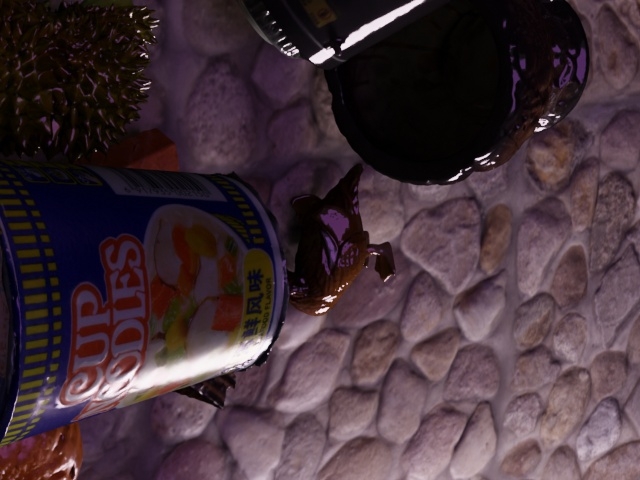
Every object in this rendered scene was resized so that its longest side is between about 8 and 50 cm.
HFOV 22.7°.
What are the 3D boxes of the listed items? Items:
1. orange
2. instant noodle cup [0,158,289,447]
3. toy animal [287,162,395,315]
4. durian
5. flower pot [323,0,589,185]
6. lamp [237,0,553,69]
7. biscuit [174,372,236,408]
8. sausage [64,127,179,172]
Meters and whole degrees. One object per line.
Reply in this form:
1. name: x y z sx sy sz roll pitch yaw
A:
1. orange: -0.324 0.200 1.535 0.193 0.161 0.193 -20 125 -31
2. instant noodle cup: -0.208 0.042 1.431 0.312 0.284 0.284 -6 108 -40
3. toy animal: 0.000 0.000 1.882 0.179 0.089 0.188 -3 107 -38
4. durian: -0.258 -0.159 1.449 0.237 0.200 0.176 18 66 -58
5. flower pot: 0.177 -0.208 1.886 0.267 0.267 0.266 -15 114 -56
6. lamp: 0.041 -0.301 1.661 0.272 0.374 0.205 -41 129 5
7. biscuit: -0.186 0.094 1.687 0.252 0.106 0.070 43 67 -47
8. sausage: -0.223 -0.063 1.626 0.169 0.065 0.065 -27 122 -41
